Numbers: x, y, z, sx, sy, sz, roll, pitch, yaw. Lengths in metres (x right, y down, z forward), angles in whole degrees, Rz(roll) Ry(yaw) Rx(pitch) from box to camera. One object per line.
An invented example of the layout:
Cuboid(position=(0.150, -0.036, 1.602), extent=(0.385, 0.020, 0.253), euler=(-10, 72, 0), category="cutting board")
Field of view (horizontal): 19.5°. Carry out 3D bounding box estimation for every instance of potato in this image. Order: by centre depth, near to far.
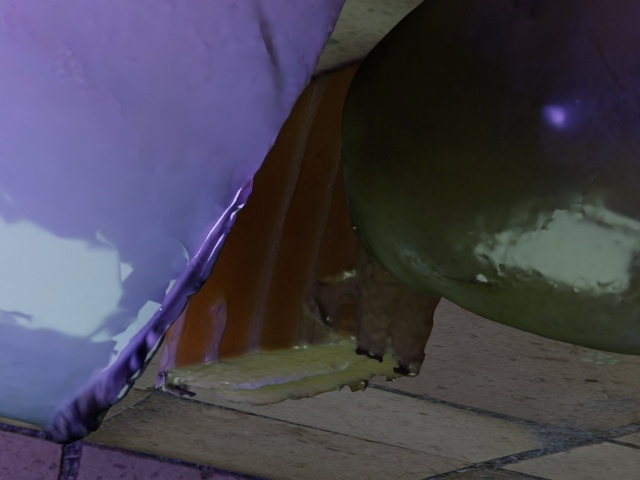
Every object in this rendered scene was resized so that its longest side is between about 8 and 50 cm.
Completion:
Cuboid(position=(0.175, -0.056, 1.110), extent=(0.326, 0.221, 0.243), euler=(12, 135, 3), category="potato")

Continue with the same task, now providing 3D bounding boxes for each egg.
Cuboid(position=(-0.196, -0.120, 0.935), extent=(0.340, 0.354, 0.354), euler=(30, 158, -13), category="egg")

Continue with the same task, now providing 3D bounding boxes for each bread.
Cuboid(position=(0.000, 0.000, 1.357), extent=(0.111, 0.246, 0.239), euler=(28, 155, -28), category="bread")
